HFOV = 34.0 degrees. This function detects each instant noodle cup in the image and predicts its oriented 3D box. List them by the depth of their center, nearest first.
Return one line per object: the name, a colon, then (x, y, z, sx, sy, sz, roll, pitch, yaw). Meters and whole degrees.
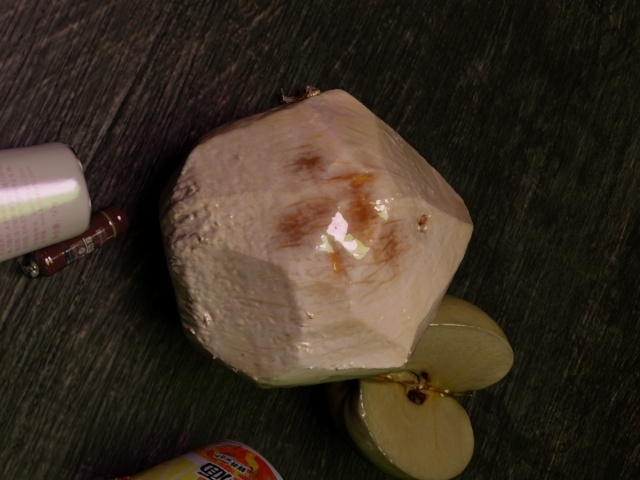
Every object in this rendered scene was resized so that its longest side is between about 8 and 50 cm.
instant noodle cup: (-0.166, 0.403, 1.413, 0.200, 0.264, 0.264, -22, 110, -47)

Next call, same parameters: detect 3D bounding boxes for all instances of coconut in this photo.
coconut: (0.000, 0.000, 1.394, 0.416, 0.344, 0.415, -4, 122, -6)

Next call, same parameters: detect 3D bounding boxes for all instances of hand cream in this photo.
hand cream: (-0.443, -0.022, 1.211, 0.359, 0.118, 0.185, -17, 109, -31)

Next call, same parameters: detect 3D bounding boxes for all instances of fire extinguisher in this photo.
fire extinguisher: (-0.322, 0.007, 1.351, 0.158, 0.043, 0.064, -34, 159, -33)

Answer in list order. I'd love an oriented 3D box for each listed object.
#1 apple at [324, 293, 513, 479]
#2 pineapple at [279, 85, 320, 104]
apple: (0.137, 0.216, 1.656, 0.258, 0.233, 0.295, 16, 95, -27)
pineapple: (-0.024, -0.162, 1.572, 0.116, 0.069, 0.137, 34, 71, -38)
